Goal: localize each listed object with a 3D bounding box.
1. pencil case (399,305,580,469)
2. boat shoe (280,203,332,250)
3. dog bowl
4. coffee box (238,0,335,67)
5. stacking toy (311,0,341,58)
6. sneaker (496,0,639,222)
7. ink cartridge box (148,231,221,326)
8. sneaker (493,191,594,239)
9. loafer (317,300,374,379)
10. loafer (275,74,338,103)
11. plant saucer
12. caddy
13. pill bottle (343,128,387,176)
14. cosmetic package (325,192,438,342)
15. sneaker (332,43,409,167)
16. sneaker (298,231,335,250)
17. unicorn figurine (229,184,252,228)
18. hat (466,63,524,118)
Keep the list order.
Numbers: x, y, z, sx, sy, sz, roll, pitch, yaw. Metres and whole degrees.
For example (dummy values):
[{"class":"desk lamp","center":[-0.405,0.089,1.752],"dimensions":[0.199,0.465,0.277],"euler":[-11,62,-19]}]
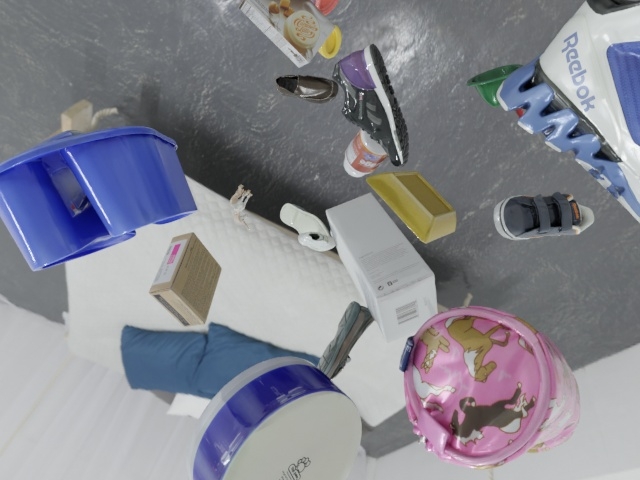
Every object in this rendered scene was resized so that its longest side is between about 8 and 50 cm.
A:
[{"class":"pencil case","center":[0.247,0.204,0.547],"dimensions":[0.167,0.160,0.386],"euler":[-12,153,33]},{"class":"boat shoe","center":[-0.040,-0.054,1.660],"dimensions":[0.099,0.319,0.116],"euler":[15,108,-47]},{"class":"dog bowl","center":[-0.064,0.328,0.647],"dimensions":[0.104,0.265,0.265],"euler":[24,149,49]},{"class":"coffee box","center":[-0.099,-0.665,1.223],"dimensions":[0.246,0.141,0.098],"euler":[38,177,-25]},{"class":"stacking toy","center":[-0.054,-0.838,1.528],"dimensions":[0.130,0.279,0.309],"euler":[33,139,31]},{"class":"sneaker","center":[0.325,-0.120,0.347],"dimensions":[0.315,0.127,0.182],"euler":[47,142,21]},{"class":"ink cartridge box","center":[-0.420,0.124,1.308],"dimensions":[0.088,0.235,0.193],"euler":[-12,133,17]},{"class":"sneaker","center":[0.614,-0.070,1.116],"dimensions":[0.320,0.126,0.127],"euler":[-3,173,-32]},{"class":"loafer","center":[0.068,0.304,1.141],"dimensions":[0.084,0.096,0.268],"euler":[26,93,-9]},{"class":"loafer","center":[-0.051,-0.490,1.321],"dimensions":[0.219,0.078,0.080],"euler":[9,98,18]},{"class":"plant saucer","center":[0.377,-0.159,1.581],"dimensions":[0.333,0.332,0.081],"euler":[51,124,18]},{"class":"caddy","center":[-0.341,-0.086,0.645],"dimensions":[0.241,0.341,0.179],"euler":[-23,98,-4]},{"class":"pill bottle","center":[0.152,-0.289,1.325],"dimensions":[0.121,0.121,0.216],"euler":[27,160,-7]},{"class":"cosmetic package","center":[0.154,0.060,1.101],"dimensions":[0.155,0.366,0.197],"euler":[-22,133,-3]},{"class":"sneaker","center":[0.121,-0.302,0.981],"dimensions":[0.124,0.107,0.284],"euler":[-14,110,28]},{"class":"sneaker","center":[0.000,0.000,1.432],"dimensions":[0.152,0.054,0.061],"euler":[9,160,-34]},{"class":"unicorn figurine","center":[-0.281,-0.127,1.444],"dimensions":[0.060,0.111,0.162],"euler":[25,170,25]},{"class":"hat","center":[0.571,-0.438,1.308],"dimensions":[0.172,0.208,0.184],"euler":[-9,117,27]}]
